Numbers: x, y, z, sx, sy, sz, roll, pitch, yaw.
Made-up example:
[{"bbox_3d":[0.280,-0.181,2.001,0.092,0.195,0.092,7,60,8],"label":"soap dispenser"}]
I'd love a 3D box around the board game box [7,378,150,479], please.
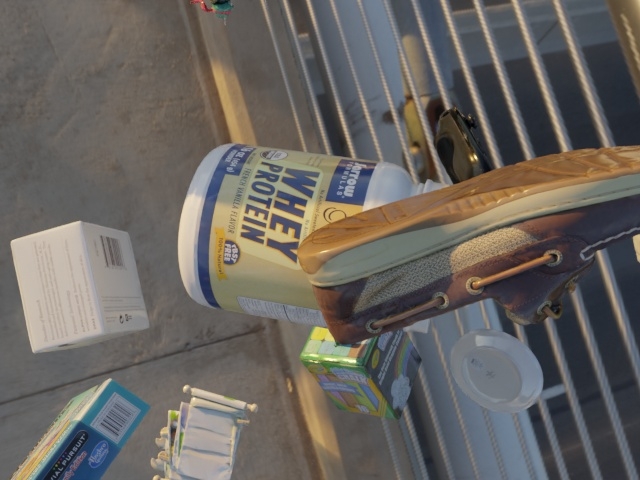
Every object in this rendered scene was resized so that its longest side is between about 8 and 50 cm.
[{"bbox_3d":[-0.417,0.361,0.985,0.079,0.336,0.253,41,57,-13],"label":"board game box"}]

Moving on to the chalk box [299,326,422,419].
[{"bbox_3d":[0.062,0.187,1.066,0.213,0.132,0.132,58,46,-34],"label":"chalk box"}]

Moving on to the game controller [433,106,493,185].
[{"bbox_3d":[0.247,-0.040,0.868,0.067,0.319,0.166,-34,44,8],"label":"game controller"}]

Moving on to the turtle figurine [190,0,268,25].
[{"bbox_3d":[-0.177,-0.520,1.199,0.175,0.234,0.118,26,39,34],"label":"turtle figurine"}]

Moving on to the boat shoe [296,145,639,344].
[{"bbox_3d":[0.158,0.011,0.524,0.342,0.123,0.123,-16,103,5],"label":"boat shoe"}]

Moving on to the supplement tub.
[{"bbox_3d":[0.000,0.000,0.825,0.316,0.228,0.228,9,76,12],"label":"supplement tub"}]

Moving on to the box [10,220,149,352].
[{"bbox_3d":[-0.383,0.076,1.015,0.119,0.181,0.181,-15,84,5],"label":"box"}]

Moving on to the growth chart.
[{"bbox_3d":[-0.231,0.391,1.200,0.172,0.021,0.237,19,104,6],"label":"growth chart"}]

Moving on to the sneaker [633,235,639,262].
[{"bbox_3d":[0.417,0.052,0.598,0.293,0.169,0.108,35,109,-31],"label":"sneaker"}]

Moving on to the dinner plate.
[{"bbox_3d":[0.257,0.197,0.928,0.017,0.141,0.141,-30,87,-51],"label":"dinner plate"}]
